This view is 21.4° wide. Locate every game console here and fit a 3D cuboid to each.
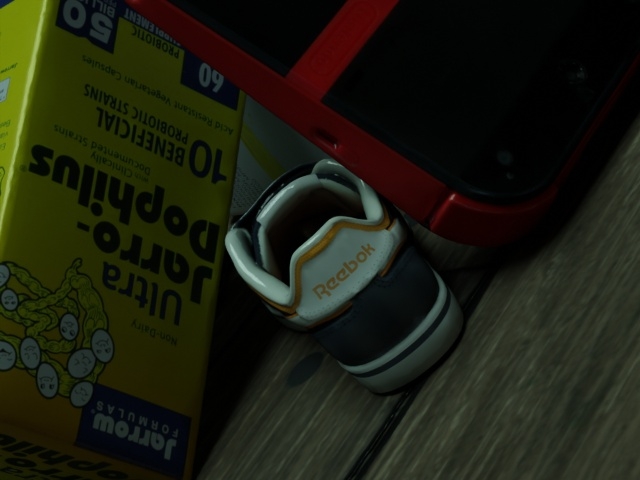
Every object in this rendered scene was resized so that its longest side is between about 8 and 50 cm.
[{"bbox_3d":[0.084,-0.209,1.222,0.386,0.342,0.060,-53,-4,-32],"label":"game console"}]

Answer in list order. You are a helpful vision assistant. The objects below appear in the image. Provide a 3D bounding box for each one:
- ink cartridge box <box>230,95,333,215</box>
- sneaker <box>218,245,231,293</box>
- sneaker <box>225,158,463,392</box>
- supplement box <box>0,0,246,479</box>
[{"bbox_3d":[0.040,-0.177,1.464,0.279,0.160,0.384,-50,22,-26],"label":"ink cartridge box"},{"bbox_3d":[-0.138,0.035,1.498,0.170,0.051,0.089,-15,27,42],"label":"sneaker"},{"bbox_3d":[0.000,0.000,1.227,0.126,0.127,0.321,-44,19,-5],"label":"sneaker"},{"bbox_3d":[-0.204,0.003,1.283,0.195,0.194,0.356,-19,57,45],"label":"supplement box"}]
